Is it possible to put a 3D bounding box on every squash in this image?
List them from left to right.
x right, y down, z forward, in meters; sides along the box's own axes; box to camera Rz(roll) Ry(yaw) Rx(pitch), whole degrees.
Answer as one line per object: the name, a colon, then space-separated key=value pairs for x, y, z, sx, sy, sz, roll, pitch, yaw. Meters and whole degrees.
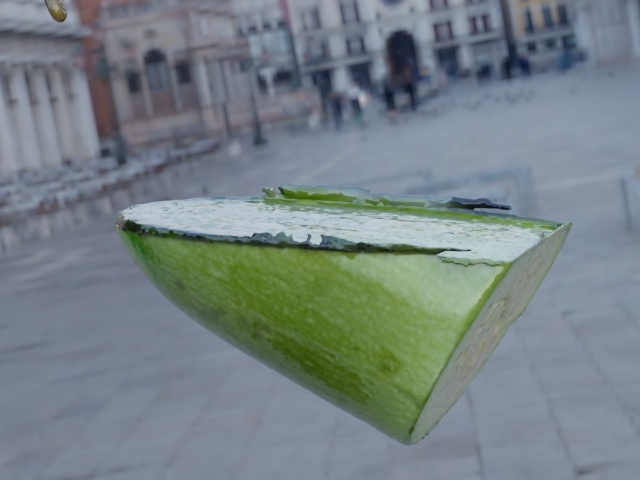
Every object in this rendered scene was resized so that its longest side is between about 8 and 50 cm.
squash: x=0.000 y=0.000 z=1.259 sx=0.309 sy=0.210 sz=0.233 roll=35 pitch=22 yaw=14

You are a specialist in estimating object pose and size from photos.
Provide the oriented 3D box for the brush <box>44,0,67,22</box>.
brush: x=-0.186 y=-0.205 z=1.000 sx=0.014 sy=0.170 sz=0.043 roll=-26 pitch=-25 yaw=10
